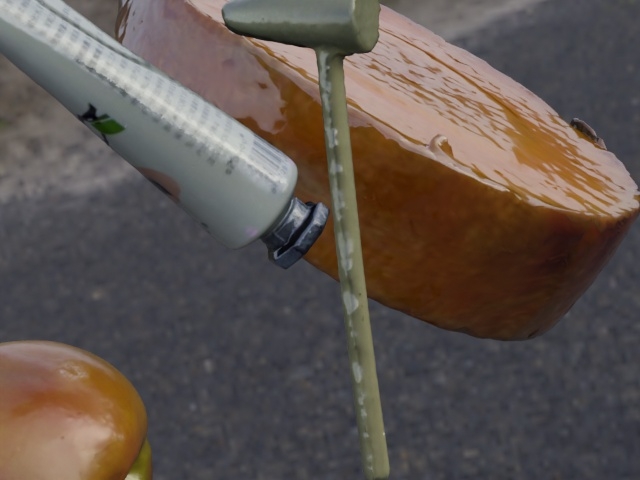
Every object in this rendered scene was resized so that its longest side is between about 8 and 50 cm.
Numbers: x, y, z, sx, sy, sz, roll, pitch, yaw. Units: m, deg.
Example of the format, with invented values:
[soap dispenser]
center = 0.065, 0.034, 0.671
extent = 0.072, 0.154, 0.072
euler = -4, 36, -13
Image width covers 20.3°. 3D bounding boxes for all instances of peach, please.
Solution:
[peach]
center = -0.145, 0.116, 0.868
extent = 0.138, 0.138, 0.138
euler = -10, 23, 4

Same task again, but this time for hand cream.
[hand cream]
center = -0.094, -0.069, 0.788
extent = 0.050, 0.234, 0.080
euler = -45, 18, 18

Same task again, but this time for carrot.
[carrot]
center = 0.027, -0.069, 0.985
extent = 0.307, 0.100, 0.258
euler = 35, 20, -1

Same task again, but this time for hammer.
[hammer]
center = 0.000, 0.000, 0.680
extent = 0.060, 0.195, 0.028
euler = -4, 8, 21
